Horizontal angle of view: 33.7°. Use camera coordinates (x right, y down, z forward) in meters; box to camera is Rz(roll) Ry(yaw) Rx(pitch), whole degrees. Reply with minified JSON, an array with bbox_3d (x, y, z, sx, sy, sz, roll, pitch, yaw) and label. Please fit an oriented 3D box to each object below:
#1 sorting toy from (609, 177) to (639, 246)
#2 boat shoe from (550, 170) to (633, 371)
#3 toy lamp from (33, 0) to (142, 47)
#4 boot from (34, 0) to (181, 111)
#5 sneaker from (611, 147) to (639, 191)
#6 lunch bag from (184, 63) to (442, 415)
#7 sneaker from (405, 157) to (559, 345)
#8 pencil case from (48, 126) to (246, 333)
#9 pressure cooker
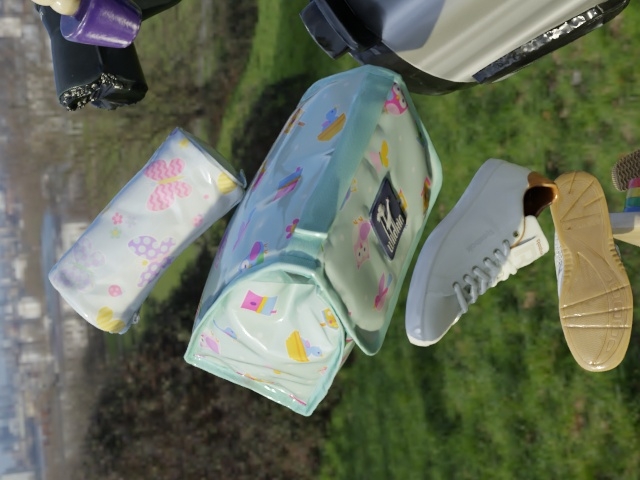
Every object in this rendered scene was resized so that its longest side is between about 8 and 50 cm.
[{"bbox_3d":[0.582,-0.033,1.552,0.257,0.256,0.089,-1,76,58],"label":"sorting toy"},{"bbox_3d":[0.378,0.041,1.473,0.096,0.098,0.277,-3,-94,-76],"label":"boat shoe"},{"bbox_3d":[-0.307,-0.265,1.056,0.080,0.275,0.080,-25,55,42],"label":"toy lamp"},{"bbox_3d":[-0.288,-0.298,1.567,0.094,0.247,0.207,124,129,-62],"label":"boot"},{"bbox_3d":[0.544,-0.127,1.640,0.185,0.084,0.069,-27,70,55],"label":"sneaker"},{"bbox_3d":[0.000,0.000,0.915,0.262,0.160,0.223,117,178,-59],"label":"lunch bag"},{"bbox_3d":[0.210,0.016,1.333,0.123,0.290,0.106,18,153,32],"label":"sneaker"},{"bbox_3d":[-0.217,-0.011,1.338,0.124,0.273,0.113,41,-178,8],"label":"pencil case"},{"bbox_3d":[0.171,-0.390,1.310,0.420,0.370,0.375,-30,58,45],"label":"pressure cooker"}]
